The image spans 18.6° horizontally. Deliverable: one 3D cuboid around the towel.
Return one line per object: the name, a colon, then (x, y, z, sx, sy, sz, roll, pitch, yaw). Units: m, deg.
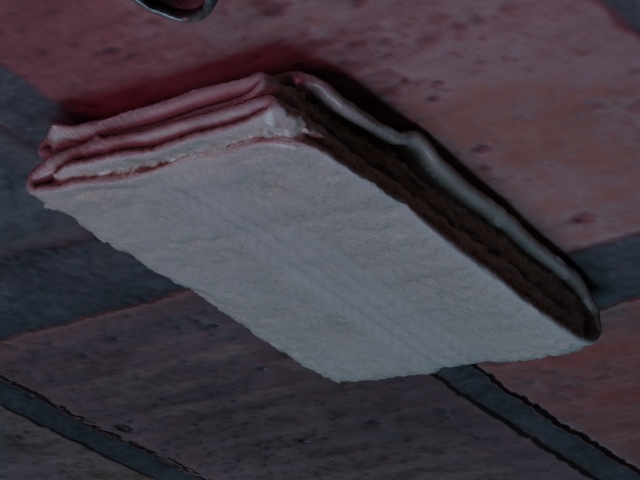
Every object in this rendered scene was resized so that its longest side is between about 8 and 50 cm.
towel: (0.000, 0.000, 1.029, 0.187, 0.049, 0.282, -10, 148, 37)

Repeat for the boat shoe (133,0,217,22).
boat shoe: (-0.108, -0.159, 0.729, 0.078, 0.070, 0.219, -15, 143, 40)
